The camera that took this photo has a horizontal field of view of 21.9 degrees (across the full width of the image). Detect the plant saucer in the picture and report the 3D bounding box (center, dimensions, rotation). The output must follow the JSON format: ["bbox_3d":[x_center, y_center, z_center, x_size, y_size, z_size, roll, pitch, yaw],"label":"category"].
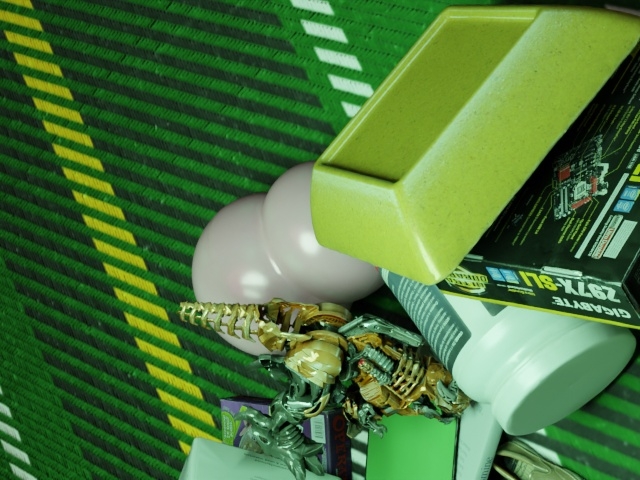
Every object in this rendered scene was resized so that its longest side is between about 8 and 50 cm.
[{"bbox_3d":[0.128,-0.126,1.675,0.332,0.081,0.333,-51,21,-7],"label":"plant saucer"}]

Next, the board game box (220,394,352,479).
[{"bbox_3d":[-0.041,0.382,2.157,0.208,0.056,0.346,1,95,41],"label":"board game box"}]

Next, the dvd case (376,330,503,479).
[{"bbox_3d":[0.139,0.242,1.942,0.180,0.022,0.253,43,124,52],"label":"dvd case"}]

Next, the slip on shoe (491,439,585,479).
[{"bbox_3d":[0.247,0.268,1.853,0.135,0.041,0.051,37,119,37],"label":"slip on shoe"}]

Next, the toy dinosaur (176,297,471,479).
[{"bbox_3d":[0.005,0.133,1.866,0.322,0.164,0.218,37,138,7],"label":"toy dinosaur"}]

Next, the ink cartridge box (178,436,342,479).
[{"bbox_3d":[-0.093,0.407,1.953,0.270,0.197,0.198,-91,21,-62],"label":"ink cartridge box"}]

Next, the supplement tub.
[{"bbox_3d":[0.191,0.052,1.778,0.272,0.191,0.191,55,129,26],"label":"supplement tub"}]

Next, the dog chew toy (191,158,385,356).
[{"bbox_3d":[0.000,0.000,1.971,0.332,0.207,0.206,-37,69,33],"label":"dog chew toy"}]

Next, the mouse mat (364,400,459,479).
[{"bbox_3d":[0.107,0.238,1.967,0.190,0.007,0.152,11,97,59],"label":"mouse mat"}]

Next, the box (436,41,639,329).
[{"bbox_3d":[0.272,-0.075,1.624,0.257,0.079,0.322,10,58,43],"label":"box"}]
